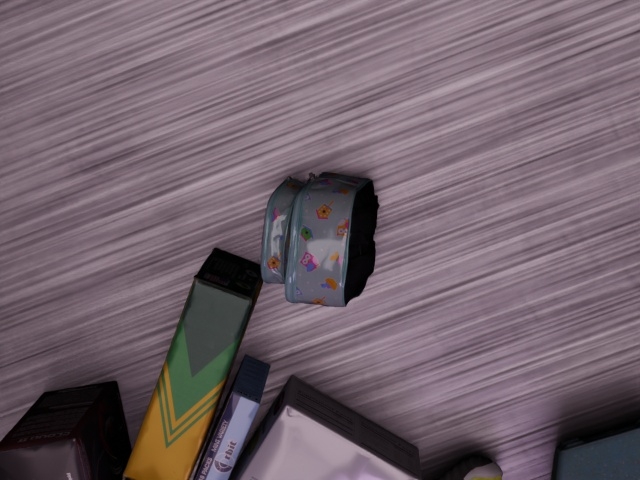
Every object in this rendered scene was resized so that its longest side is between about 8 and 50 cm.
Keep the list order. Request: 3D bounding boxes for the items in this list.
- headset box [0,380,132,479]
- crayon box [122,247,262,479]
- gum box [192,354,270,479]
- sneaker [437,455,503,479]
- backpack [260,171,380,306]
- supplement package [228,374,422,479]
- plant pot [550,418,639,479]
[{"bbox_3d":[-0.311,0.323,1.742,0.110,0.293,0.218,-10,98,4],"label":"headset box"},{"bbox_3d":[-0.163,0.185,1.761,0.081,0.202,0.319,21,101,-1],"label":"crayon box"},{"bbox_3d":[-0.116,0.244,1.776,0.041,0.184,0.157,23,99,-1],"label":"gum box"},{"bbox_3d":[0.134,0.444,1.754,0.147,0.145,0.385,32,65,14],"label":"sneaker"},{"bbox_3d":[0.000,0.000,1.728,0.144,0.188,0.166,8,100,1],"label":"backpack"},{"bbox_3d":[-0.022,0.348,1.809,0.204,0.145,0.262,31,99,-3],"label":"supplement package"},{"bbox_3d":[0.406,0.359,1.752,0.247,0.248,0.252,-17,82,5],"label":"plant pot"}]
